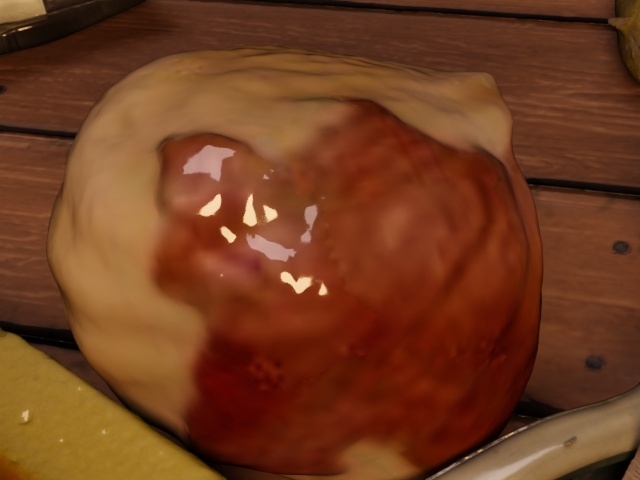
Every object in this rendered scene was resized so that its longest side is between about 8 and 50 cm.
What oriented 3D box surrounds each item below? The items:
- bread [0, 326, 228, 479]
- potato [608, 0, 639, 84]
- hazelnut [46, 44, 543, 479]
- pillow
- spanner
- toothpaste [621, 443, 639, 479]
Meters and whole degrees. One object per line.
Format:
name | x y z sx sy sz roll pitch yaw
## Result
bread | -0.175 0.101 0.661 0.361 0.138 0.077 28 55 34
potato | 0.258 -0.178 0.894 0.105 0.085 0.188 -23 36 21
hazelnut | 0.000 0.000 0.647 0.241 0.261 0.261 -52 47 10
pillow | -0.263 -0.219 1.034 0.250 0.106 0.186 -18 44 -12
spanner | 0.153 0.102 0.616 0.325 0.095 0.040 -24 44 -11
toothpaste | 0.228 0.201 0.504 0.048 0.075 0.301 -34 56 -12
